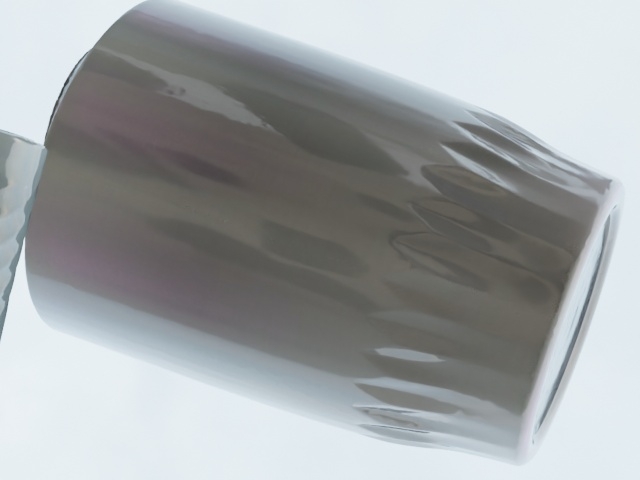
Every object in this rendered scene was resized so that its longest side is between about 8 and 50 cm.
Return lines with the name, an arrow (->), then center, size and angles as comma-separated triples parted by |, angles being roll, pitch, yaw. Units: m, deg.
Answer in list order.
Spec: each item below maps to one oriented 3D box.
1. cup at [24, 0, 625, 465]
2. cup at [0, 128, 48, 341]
cup -> 0.000, 0.000, 0.982 | 0.372, 0.253, 0.253 | 20, -94, 16
cup -> -0.162, 0.014, 0.539 | 0.128, 0.095, 0.129 | 10, -95, 63
